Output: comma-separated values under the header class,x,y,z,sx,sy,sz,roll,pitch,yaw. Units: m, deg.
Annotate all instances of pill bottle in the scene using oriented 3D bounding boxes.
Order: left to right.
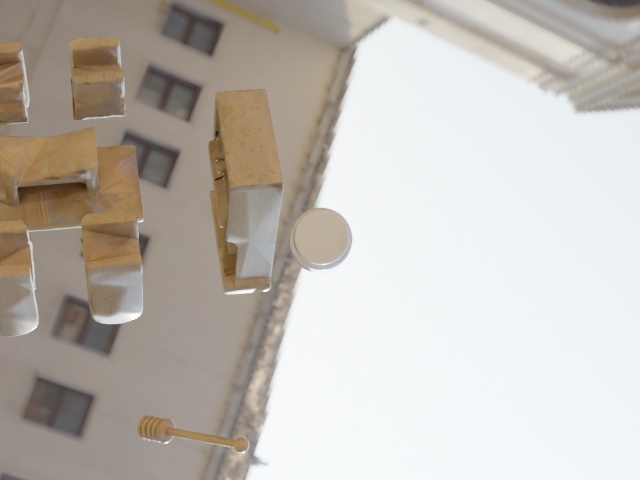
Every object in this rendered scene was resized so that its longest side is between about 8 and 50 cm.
class,x,y,z,sx,sy,sz,roll,pitch,yaw
pill bottle,0.000,0.000,1.558,0.137,0.078,0.078,103,7,-86

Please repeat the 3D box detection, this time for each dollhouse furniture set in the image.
class,x,y,z,sx,sy,sz,roll,pitch,yaw
dollhouse furniture set,-0.264,-0.053,1.697,0.256,0.394,0.362,100,-18,-57

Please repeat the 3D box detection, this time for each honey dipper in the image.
class,x,y,z,sx,sy,sz,roll,pitch,yaw
honey dipper,-0.148,0.230,1.483,0.160,0.030,0.030,5,-109,37
